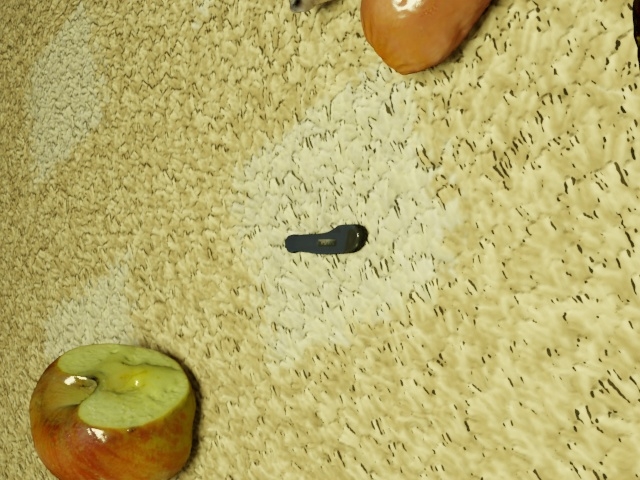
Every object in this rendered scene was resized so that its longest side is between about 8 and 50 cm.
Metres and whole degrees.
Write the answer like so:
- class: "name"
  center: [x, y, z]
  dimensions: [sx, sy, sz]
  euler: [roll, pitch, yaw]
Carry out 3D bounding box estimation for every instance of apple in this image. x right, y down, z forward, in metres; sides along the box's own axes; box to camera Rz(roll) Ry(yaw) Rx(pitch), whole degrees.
- class: "apple"
  center: [-0.250, 0.218, 0.790]
  dimensions: [0.195, 0.173, 0.160]
  euler: [34, 104, 44]

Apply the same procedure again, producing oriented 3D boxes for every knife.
- class: "knife"
  center: [0.000, 0.000, 0.702]
  dimensions: [0.121, 0.018, 0.031]
  euler: [-2, 89, 43]

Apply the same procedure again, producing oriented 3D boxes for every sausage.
- class: "sausage"
  center: [0.124, -0.269, 0.572]
  dimensions: [0.113, 0.113, 0.259]
  euler: [47, 114, 36]

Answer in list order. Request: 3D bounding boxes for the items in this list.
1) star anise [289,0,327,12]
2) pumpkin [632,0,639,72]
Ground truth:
- class: "star anise"
  center: [0.022, -0.350, 0.680]
  dimensions: [0.229, 0.093, 0.236]
  euler: [48, 122, 48]
- class: "pumpkin"
  center: [0.294, -0.142, 0.362]
  dimensions: [0.238, 0.159, 0.238]
  euler: [-10, 73, 37]
